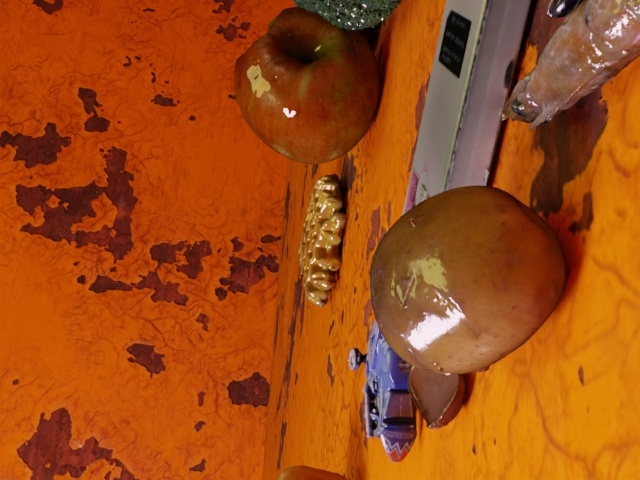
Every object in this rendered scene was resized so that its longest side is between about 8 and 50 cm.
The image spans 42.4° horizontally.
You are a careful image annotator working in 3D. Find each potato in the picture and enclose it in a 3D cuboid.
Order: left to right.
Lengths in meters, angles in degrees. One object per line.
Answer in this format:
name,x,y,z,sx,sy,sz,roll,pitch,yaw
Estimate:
potato,0.104,0.033,0.624,0.176,0.137,0.137,113,162,-58

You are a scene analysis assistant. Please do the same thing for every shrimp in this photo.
shrimp,0.176,-0.151,0.534,0.223,0.048,0.126,123,160,-62

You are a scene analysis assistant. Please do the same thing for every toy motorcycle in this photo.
toy motorcycle,0.083,0.132,0.917,0.114,0.076,0.205,-146,62,-74

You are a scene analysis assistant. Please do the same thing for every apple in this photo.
apple,-0.023,-0.251,1.387,0.226,0.246,0.246,93,179,-58

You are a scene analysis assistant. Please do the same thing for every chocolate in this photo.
chocolate,0.117,0.136,0.786,0.064,0.031,0.100,-63,16,13

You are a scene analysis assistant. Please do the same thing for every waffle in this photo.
waffle,-0.001,-0.001,1.689,0.309,0.065,0.283,122,154,-76

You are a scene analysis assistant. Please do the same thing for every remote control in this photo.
remote control,0.136,-0.124,0.794,0.145,0.050,0.343,-100,18,-66

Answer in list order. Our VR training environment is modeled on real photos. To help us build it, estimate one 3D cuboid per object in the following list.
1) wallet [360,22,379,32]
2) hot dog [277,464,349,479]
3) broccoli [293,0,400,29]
wallet,0.062,-0.431,1.615,0.274,0.068,0.335,113,169,-52
hot dog,-0.021,0.455,1.138,0.153,0.150,0.256,-46,-37,-87
broccoli,0.031,-0.452,1.219,0.275,0.308,0.308,-49,-7,-23
